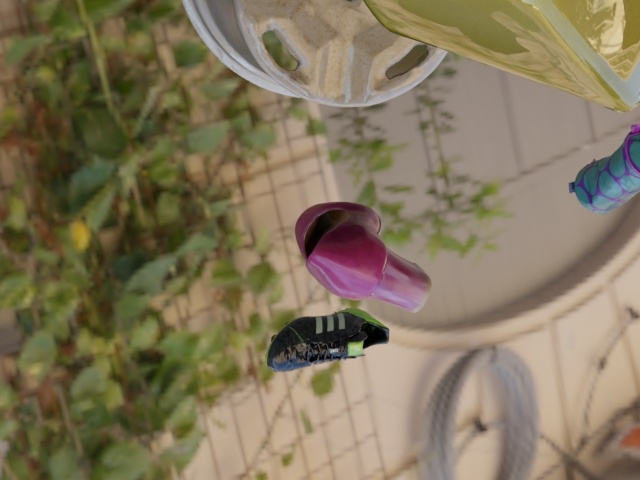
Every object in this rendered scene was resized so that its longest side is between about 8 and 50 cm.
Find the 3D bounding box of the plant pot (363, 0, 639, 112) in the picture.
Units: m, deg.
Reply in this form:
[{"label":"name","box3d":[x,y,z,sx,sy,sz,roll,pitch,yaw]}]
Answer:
[{"label":"plant pot","box3d":[0.132,-0.228,0.936,0.212,0.212,0.187,23,-173,24]}]

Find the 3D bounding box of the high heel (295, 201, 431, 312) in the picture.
[{"label":"high heel","box3d":[0.000,0.000,1.266,0.117,0.082,0.244,24,-169,-27]}]

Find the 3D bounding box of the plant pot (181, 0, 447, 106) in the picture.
[{"label":"plant pot","box3d":[0.015,-0.280,1.456,0.334,0.333,0.305,-13,-161,-2]}]

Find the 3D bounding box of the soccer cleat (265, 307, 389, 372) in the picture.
[{"label":"soccer cleat","box3d":[0.010,0.121,1.683,0.072,0.060,0.179,22,-153,39]}]

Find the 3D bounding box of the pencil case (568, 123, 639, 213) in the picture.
[{"label":"pencil case","box3d":[0.360,-0.083,1.686,0.065,0.070,0.151,-10,168,-18]}]
